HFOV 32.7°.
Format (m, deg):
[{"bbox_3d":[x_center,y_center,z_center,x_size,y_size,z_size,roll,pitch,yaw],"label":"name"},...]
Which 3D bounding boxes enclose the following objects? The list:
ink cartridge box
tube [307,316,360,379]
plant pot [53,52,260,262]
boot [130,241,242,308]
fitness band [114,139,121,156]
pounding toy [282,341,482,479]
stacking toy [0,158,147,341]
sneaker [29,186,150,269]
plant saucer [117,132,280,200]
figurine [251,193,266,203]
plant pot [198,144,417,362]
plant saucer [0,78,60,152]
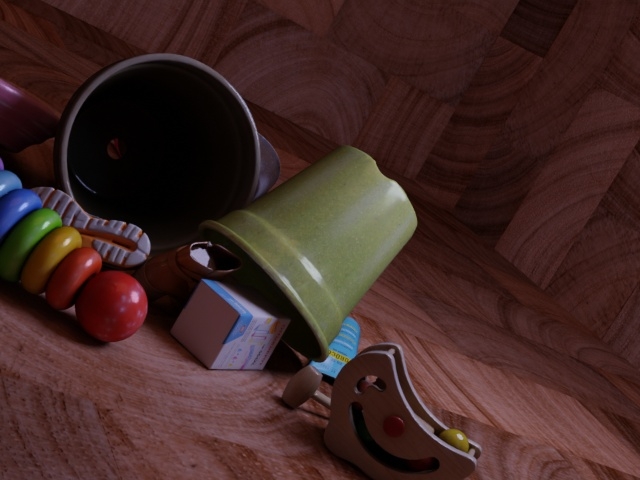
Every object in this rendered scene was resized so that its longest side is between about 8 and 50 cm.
[{"bbox_3d":[-0.119,0.120,1.532,0.090,0.092,0.143,38,14,30],"label":"ink cartridge box"},{"bbox_3d":[0.029,0.182,1.757,0.080,0.052,0.207,19,18,1],"label":"tube"},{"bbox_3d":[-0.299,-0.142,1.781,0.323,0.323,0.280,23,-3,-29],"label":"plant pot"},{"bbox_3d":[-0.159,0.052,1.575,0.197,0.152,0.073,4,67,-44],"label":"boot"},{"bbox_3d":[-0.332,-0.241,2.232,0.054,0.209,0.291,22,15,-40],"label":"fitness band"},{"bbox_3d":[0.095,0.222,1.470,0.269,0.154,0.155,33,12,10],"label":"pounding toy"},{"bbox_3d":[-0.358,0.010,1.359,0.330,0.141,0.141,36,12,4],"label":"stacking toy"},{"bbox_3d":[-0.349,-0.007,1.579,0.215,0.084,0.083,25,-17,2],"label":"sneaker"},{"bbox_3d":[-0.232,-0.139,2.050,0.310,0.310,0.050,25,56,-24],"label":"plant saucer"},{"bbox_3d":[-0.160,-0.078,2.292,0.209,0.092,0.215,42,17,29],"label":"figurine"},{"bbox_3d":[0.000,0.000,1.660,0.276,0.254,0.276,44,-16,16],"label":"plant pot"},{"bbox_3d":[-0.579,-0.231,1.738,0.332,0.084,0.332,26,-6,3],"label":"plant saucer"}]
